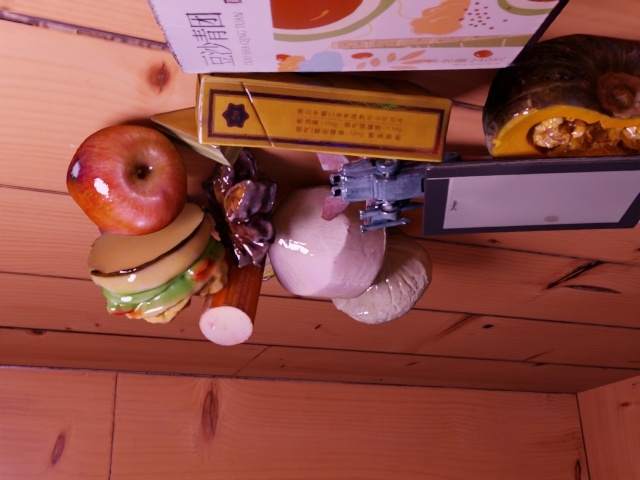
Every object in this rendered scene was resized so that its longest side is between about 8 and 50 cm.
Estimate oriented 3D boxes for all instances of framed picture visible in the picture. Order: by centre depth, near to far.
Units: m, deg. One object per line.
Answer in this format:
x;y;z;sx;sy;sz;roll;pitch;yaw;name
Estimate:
0.327;-0.063;1.119;0.347;0.016;0.265;-3;160;7;framed picture

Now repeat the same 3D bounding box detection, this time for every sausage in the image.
-0.147;0.050;1.366;0.093;0.312;0.093;2;127;3;sausage

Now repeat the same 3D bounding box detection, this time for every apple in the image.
-0.299;-0.092;1.160;0.199;0.199;0.199;-1;158;-1;apple

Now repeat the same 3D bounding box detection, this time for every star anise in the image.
-0.130;-0.058;1.254;0.099;0.214;0.220;-11;-156;-25;star anise

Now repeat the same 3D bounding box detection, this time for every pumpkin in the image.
0.378;-0.167;1.060;0.317;0.139;0.222;2;155;-11;pumpkin

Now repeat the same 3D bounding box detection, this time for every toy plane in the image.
0.159;-0.105;1.209;0.327;0.104;0.222;-2;126;5;toy plane

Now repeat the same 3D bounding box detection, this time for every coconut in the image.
0.000;0.000;1.364;0.234;0.224;0.224;8;156;-27;coconut

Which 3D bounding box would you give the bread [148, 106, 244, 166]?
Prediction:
-0.180;-0.182;1.147;0.139;0.084;0.074;23;168;24;bread

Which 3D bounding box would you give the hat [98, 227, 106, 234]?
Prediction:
-0.311;-0.031;1.410;0.206;0.089;0.205;3;154;2;hat

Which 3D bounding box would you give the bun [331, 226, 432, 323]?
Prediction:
0.108;0.058;1.516;0.221;0.220;0.134;-12;138;23;bun

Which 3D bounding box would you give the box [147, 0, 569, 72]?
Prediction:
0.036;-0.270;0.697;0.385;0.122;0.344;-1;173;-1;box

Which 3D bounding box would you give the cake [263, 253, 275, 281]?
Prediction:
-0.065;0.023;1.611;0.116;0.079;0.185;-3;152;-32;cake

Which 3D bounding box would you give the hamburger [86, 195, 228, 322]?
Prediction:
-0.264;0.046;1.242;0.237;0.237;0.148;-10;123;19;hamburger

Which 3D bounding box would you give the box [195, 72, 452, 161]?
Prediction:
-0.007;-0.170;0.965;0.302;0.084;0.193;3;-162;-12;box
